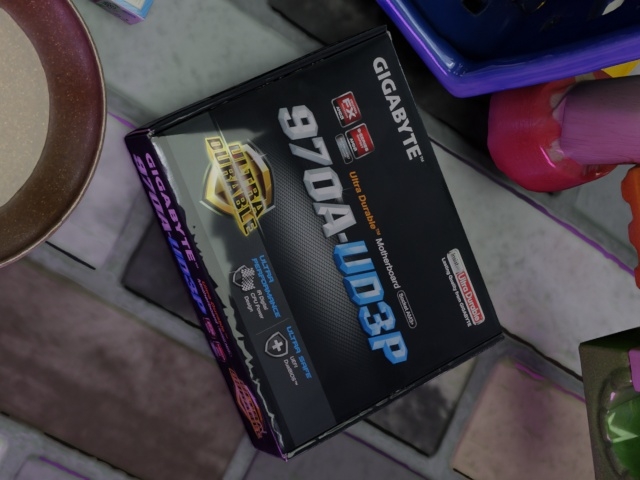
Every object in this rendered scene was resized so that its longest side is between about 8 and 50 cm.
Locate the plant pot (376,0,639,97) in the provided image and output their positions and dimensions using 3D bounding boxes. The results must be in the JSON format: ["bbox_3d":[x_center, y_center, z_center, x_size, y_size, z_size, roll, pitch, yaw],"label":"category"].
[{"bbox_3d":[0.138,-0.247,0.831,0.212,0.236,0.236,-48,110,-24],"label":"plant pot"}]

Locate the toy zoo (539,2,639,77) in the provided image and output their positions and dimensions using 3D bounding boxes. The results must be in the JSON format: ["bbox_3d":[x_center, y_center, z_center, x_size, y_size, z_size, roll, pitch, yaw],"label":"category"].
[{"bbox_3d":[0.174,-0.237,0.987,0.293,0.030,0.192,41,75,-20],"label":"toy zoo"}]

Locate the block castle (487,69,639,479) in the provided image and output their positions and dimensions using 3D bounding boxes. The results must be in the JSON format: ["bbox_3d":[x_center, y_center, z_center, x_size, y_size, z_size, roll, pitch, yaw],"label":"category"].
[{"bbox_3d":[0.289,0.089,0.951,0.303,0.213,0.453,-11,96,-23],"label":"block castle"}]

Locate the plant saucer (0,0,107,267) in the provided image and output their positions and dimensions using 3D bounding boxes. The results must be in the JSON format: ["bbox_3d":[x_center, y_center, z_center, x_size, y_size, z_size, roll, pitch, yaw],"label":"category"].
[{"bbox_3d":[-0.219,-0.076,0.799,0.198,0.036,0.199,-1,92,-26],"label":"plant saucer"}]

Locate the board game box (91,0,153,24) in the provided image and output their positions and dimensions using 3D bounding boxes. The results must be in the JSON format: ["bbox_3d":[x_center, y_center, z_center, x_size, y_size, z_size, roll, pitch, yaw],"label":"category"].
[{"bbox_3d":[-0.119,-0.221,0.849,0.103,0.026,0.154,29,79,-23],"label":"board game box"}]

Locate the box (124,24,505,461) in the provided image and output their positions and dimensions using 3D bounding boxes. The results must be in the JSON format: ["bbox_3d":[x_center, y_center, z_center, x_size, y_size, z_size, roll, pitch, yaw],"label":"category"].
[{"bbox_3d":[0.000,0.000,0.897,0.175,0.051,0.220,-26,101,-23],"label":"box"}]
